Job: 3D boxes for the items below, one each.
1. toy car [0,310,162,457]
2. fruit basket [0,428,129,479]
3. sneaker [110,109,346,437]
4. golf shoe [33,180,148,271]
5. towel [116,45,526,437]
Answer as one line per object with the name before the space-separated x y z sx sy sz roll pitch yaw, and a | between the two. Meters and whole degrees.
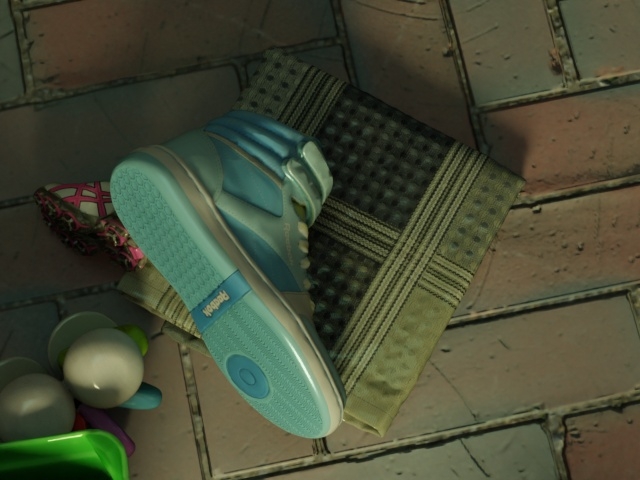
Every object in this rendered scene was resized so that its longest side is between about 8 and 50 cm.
toy car | -0.229 0.157 1.859 0.182 0.159 0.136 -34 105 -11
fruit basket | -0.335 0.309 1.670 0.392 0.392 0.283 -8 68 -1
sneaker | -0.033 0.013 1.860 0.208 0.127 0.319 -36 95 -39
golf shoe | -0.207 -0.025 1.941 0.186 0.067 0.086 20 51 42
towel | 0.000 0.000 1.958 0.312 0.056 0.324 28 69 10
